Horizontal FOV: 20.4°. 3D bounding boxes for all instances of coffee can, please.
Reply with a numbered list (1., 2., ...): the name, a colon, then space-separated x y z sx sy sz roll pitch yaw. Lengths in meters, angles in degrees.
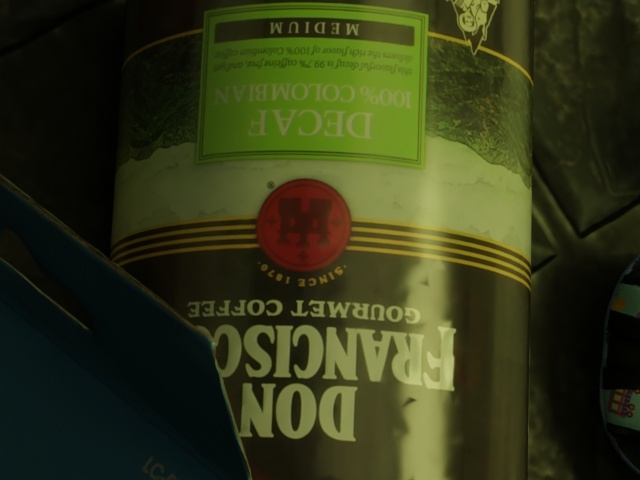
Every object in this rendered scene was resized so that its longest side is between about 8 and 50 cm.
1. coffee can: 0.000 0.000 0.832 0.201 0.201 0.275 7 77 -21

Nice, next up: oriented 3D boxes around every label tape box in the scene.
1. label tape box: -0.109 0.126 0.658 0.106 0.240 0.334 -37 136 -23

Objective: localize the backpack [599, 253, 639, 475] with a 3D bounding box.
1. backpack: 0.243 0.069 0.962 0.173 0.117 0.158 4 91 17
